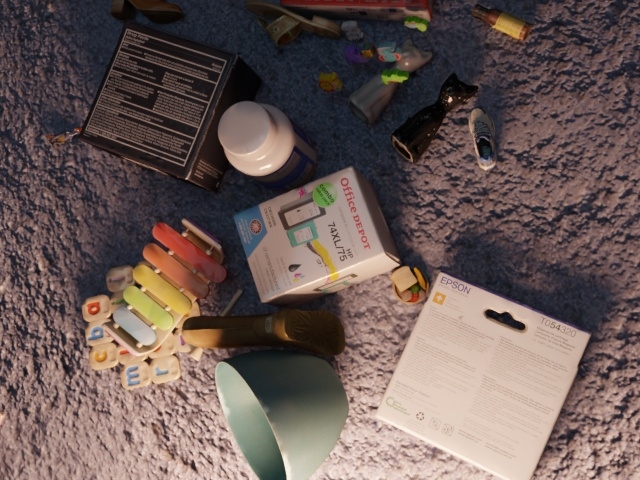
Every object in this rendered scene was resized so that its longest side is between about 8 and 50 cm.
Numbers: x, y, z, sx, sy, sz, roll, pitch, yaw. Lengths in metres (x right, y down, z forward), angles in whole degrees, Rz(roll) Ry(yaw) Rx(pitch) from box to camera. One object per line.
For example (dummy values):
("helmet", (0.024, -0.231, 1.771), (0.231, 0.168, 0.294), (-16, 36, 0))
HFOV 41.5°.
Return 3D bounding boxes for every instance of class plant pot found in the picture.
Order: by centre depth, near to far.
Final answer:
("plant pot", (-0.059, 0.336, 1.696), (0.196, 0.290, 0.290), (-23, 72, -24))

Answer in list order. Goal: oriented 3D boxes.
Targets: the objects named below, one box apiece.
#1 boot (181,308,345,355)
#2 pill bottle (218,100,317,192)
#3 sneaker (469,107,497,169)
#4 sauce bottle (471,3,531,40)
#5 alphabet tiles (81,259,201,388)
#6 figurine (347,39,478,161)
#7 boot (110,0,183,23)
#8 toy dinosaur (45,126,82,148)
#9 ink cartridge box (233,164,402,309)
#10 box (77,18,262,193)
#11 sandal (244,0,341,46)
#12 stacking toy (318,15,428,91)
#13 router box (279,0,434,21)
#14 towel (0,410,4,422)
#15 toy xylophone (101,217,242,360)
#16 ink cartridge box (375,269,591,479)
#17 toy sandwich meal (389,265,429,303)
("boot", (-0.116, 0.193, 1.780), (0.270, 0.236, 0.089), (-9, 67, 36))
("pill bottle", (-0.114, -0.200, 1.775), (0.153, 0.272, 0.152), (-3, 80, 16))
("sneaker", (0.340, -0.218, 1.756), (0.052, 0.058, 0.135), (-15, 77, 14))
("sauce bottle", (0.384, -0.467, 1.793), (0.128, 0.042, 0.042), (32, 91, 20))
("alphabet tiles", (-0.404, 0.189, 1.926), (0.278, 0.021, 0.283), (-13, 78, 8))
("figurine", (0.195, -0.311, 1.809), (0.209, 0.092, 0.215), (-46, 71, -3))
("boot", (-0.412, -0.609, 2.039), (0.197, 0.073, 0.152), (9, 80, 15))
("toy dinosaur", (-0.626, -0.260, 2.062), (0.082, 0.047, 0.090), (-36, 61, -11))
("ink cartridge box", (0.000, 0.000, 1.748), (0.270, 0.197, 0.198), (-23, 76, 12))
("box", (-0.333, -0.299, 1.904), (0.297, 0.183, 0.293), (21, 89, 17))
("sandal", (-0.075, -0.475, 1.907), (0.240, 0.088, 0.079), (17, 85, 13))
("stacking toy", (0.114, -0.397, 1.804), (0.221, 0.052, 0.166), (4, 61, 33))
("router box", (0.097, -0.648, 1.885), (0.336, 0.082, 0.300), (6, 83, 17))
("towel", (-0.952, 0.480, 2.032), (0.332, 0.053, 0.316), (26, 89, 20))
("toy xylophone", (-0.317, 0.120, 1.870), (0.236, 0.081, 0.322), (28, 86, 14))
("ink cartridge box", (0.323, 0.271, 1.678), (0.324, 0.071, 0.330), (24, 85, 19))
("toy sandwich meal", (0.186, 0.091, 1.766), (0.086, 0.029, 0.085), (-3, 80, 16))
